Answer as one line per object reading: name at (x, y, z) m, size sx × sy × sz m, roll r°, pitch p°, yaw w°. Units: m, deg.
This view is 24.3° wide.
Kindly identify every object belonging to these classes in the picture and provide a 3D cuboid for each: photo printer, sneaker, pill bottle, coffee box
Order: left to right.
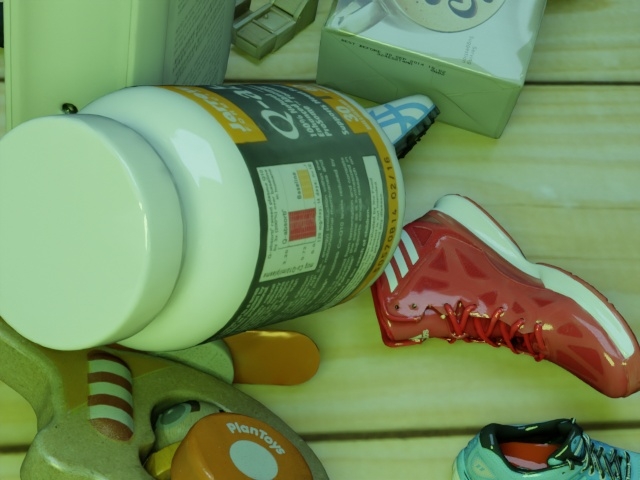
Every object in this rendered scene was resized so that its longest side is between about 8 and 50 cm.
photo printer at (-0.135, -0.154, 1.063) m, size 0.107 × 0.307 × 0.256 m, roll 18°, pitch 47°, yaw 6°
pill bottle at (-0.075, -0.017, 0.931) m, size 0.162 × 0.162 × 0.278 m, roll 38°, pitch 23°, yaw 22°
sneaker at (-0.004, -0.068, 1.158) m, size 0.237 × 0.085 × 0.086 m, roll -28°, pitch 78°, yaw -29°
coffee box at (0.120, -0.259, 1.258) m, size 0.168 × 0.119 × 0.297 m, roll 18°, pitch 72°, yaw 2°
sneaker at (0.120, 0.066, 1.083) m, size 0.128 × 0.087 × 0.221 m, roll -33°, pitch 49°, yaw -23°
sneaker at (0.174, 0.157, 1.004) m, size 0.162 × 0.073 × 0.063 m, roll 6°, pitch 48°, yaw -5°

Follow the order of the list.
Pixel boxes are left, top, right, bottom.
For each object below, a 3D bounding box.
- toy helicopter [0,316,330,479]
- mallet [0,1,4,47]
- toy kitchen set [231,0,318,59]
toy helicopter at (-0.144, 0.085, 0.961) m, size 0.355 × 0.140 × 0.235 m, roll 34°, pitch 28°, yaw 4°
mallet at (-0.255, -0.230, 1.295) m, size 0.062 × 0.039 × 0.189 m, roll 3°, pitch 44°, yaw -5°
toy kitchen set at (-0.050, -0.217, 1.288) m, size 0.068 × 0.075 × 0.083 m, roll 32°, pitch 47°, yaw 19°
